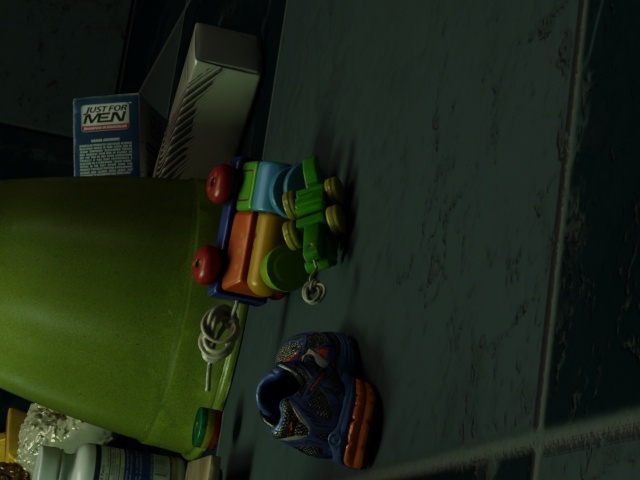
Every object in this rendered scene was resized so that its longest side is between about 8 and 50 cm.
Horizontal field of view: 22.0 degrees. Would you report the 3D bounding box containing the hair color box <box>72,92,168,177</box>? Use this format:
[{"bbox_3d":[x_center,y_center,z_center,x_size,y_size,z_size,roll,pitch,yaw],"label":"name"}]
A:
[{"bbox_3d":[-0.284,-0.023,2.388,0.174,0.105,0.347,50,-142,-77],"label":"hair color box"}]

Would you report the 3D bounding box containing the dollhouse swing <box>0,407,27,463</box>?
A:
[{"bbox_3d":[-0.431,0.510,2.453,0.305,0.315,0.346,-60,-9,-60],"label":"dollhouse swing"}]

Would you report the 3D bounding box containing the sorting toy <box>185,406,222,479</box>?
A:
[{"bbox_3d":[-0.122,0.315,1.788,0.132,0.046,0.274,143,137,-71],"label":"sorting toy"}]

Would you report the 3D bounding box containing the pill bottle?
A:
[{"bbox_3d":[-0.275,0.320,2.121,0.112,0.187,0.112,-169,90,-78],"label":"pill bottle"}]

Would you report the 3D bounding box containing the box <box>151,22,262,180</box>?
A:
[{"bbox_3d":[-0.159,-0.147,2.238,0.113,0.094,0.275,-96,21,-56],"label":"box"}]

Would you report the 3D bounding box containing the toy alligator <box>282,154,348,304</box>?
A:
[{"bbox_3d":[0.000,0.000,1.543,0.189,0.056,0.051,-92,-23,-43],"label":"toy alligator"}]

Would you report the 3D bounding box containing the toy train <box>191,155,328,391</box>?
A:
[{"bbox_3d":[-0.060,0.037,1.677,0.143,0.105,0.248,-2,76,63],"label":"toy train"}]

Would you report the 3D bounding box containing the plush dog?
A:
[{"bbox_3d":[-0.355,0.264,2.345,0.225,0.211,0.262,-89,-10,-57],"label":"plush dog"}]

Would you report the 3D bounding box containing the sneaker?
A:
[{"bbox_3d":[-0.013,0.123,1.399,0.221,0.087,0.083,-136,59,-75],"label":"sneaker"}]

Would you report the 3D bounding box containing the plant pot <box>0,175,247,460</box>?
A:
[{"bbox_3d":[-0.298,0.067,2.072,0.366,0.353,0.366,-168,90,-77],"label":"plant pot"}]
